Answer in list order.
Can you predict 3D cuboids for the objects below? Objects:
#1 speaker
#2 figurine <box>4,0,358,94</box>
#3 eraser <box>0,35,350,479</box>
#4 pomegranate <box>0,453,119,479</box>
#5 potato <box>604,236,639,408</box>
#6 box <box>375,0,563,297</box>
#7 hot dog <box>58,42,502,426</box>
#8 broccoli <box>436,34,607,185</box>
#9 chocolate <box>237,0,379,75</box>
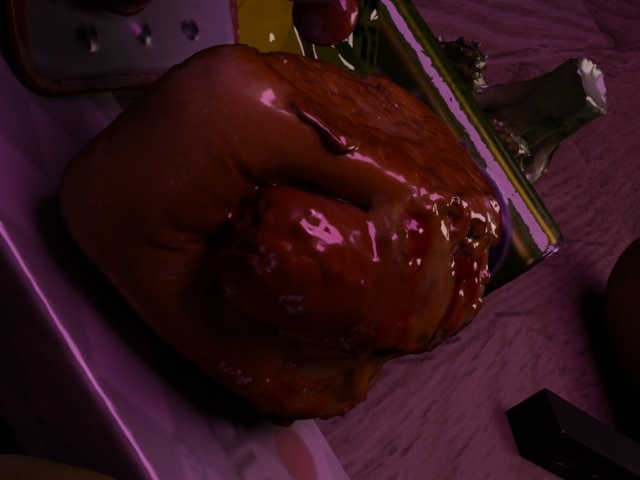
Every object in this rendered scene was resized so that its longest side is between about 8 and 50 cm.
[{"bbox_3d":[0.221,0.174,1.402,0.191,0.040,0.046,31,33,-47],"label":"speaker"},{"bbox_3d":[-0.022,-0.175,0.789,0.160,0.226,0.183,-10,94,-48],"label":"figurine"},{"bbox_3d":[-0.079,0.082,0.842,0.397,0.082,0.213,58,23,1],"label":"eraser"},{"bbox_3d":[-0.102,0.177,0.593,0.180,0.180,0.210,-97,175,-47],"label":"pomegranate"},{"bbox_3d":[0.379,0.090,1.643,0.229,0.229,0.266,38,25,-40],"label":"potato"},{"bbox_3d":[0.033,-0.110,1.262,0.345,0.134,0.097,58,22,-2],"label":"box"},{"bbox_3d":[0.000,0.000,0.828,0.153,0.150,0.256,52,19,16],"label":"hot dog"},{"bbox_3d":[0.140,-0.098,1.394,0.220,0.194,0.194,45,25,-42],"label":"broccoli"},{"bbox_3d":[-0.074,-0.238,1.066,0.289,0.137,0.301,-7,96,-66],"label":"chocolate"}]
